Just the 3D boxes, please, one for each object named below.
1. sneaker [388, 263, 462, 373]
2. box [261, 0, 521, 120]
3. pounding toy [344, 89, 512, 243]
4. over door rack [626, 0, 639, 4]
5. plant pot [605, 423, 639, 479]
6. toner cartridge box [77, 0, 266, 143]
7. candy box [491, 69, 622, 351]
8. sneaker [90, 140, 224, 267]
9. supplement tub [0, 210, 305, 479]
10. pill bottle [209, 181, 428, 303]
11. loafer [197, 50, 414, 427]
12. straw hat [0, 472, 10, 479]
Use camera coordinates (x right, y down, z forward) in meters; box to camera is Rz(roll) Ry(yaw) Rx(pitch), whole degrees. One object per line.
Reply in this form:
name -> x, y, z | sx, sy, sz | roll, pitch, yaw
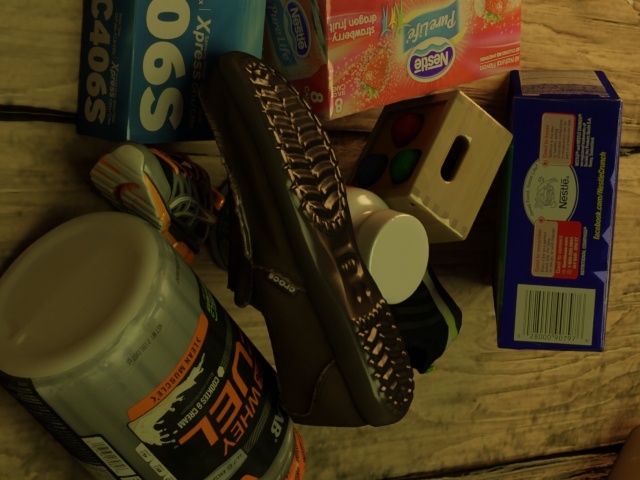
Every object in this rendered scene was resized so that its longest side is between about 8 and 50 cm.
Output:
sneaker -> 0.082, 0.074, 1.992 | 0.235, 0.084, 0.097 | 45, 69, -43
box -> 0.059, -0.226, 1.842 | 0.300, 0.142, 0.154 | -18, 114, -43
pounding toy -> 0.089, -0.094, 1.880 | 0.094, 0.206, 0.181 | 37, 68, -27
over door rack -> 0.470, -0.380, 2.271 | 0.324, 0.108, 0.240 | 10, 92, -48
plant pot -> 0.453, 0.363, 2.381 | 0.263, 0.263, 0.229 | 47, 48, -43
toner cartridge box -> -0.128, -0.265, 1.681 | 0.165, 0.075, 0.348 | -7, 106, -47
candy box -> 0.253, -0.043, 2.000 | 0.317, 0.122, 0.268 | -59, 153, -78
sneaker -> -0.144, -0.049, 1.681 | 0.083, 0.084, 0.215 | -51, 162, -10
supplement tub -> -0.150, 0.137, 1.678 | 0.194, 0.193, 0.316 | -56, 135, -21
pill bottle -> 0.000, 0.000, 1.790 | 0.117, 0.208, 0.118 | -15, 112, -44
loafer -> -0.041, 0.008, 1.651 | 0.134, 0.130, 0.366 | -6, 74, -67
straw hat -> -0.293, 0.287, 1.657 | 0.061, 0.144, 0.144 | -22, 125, 4
